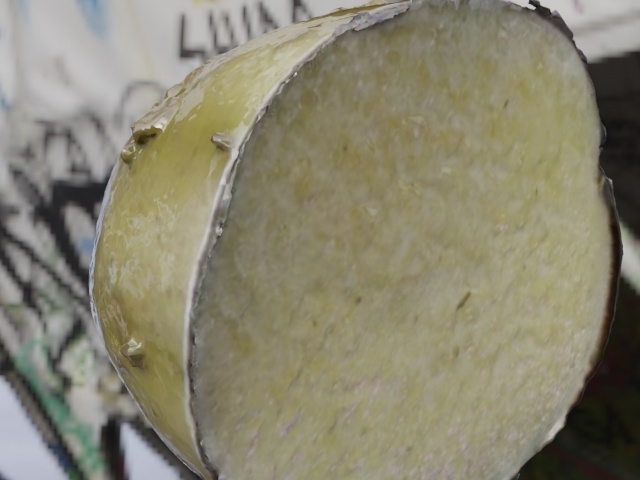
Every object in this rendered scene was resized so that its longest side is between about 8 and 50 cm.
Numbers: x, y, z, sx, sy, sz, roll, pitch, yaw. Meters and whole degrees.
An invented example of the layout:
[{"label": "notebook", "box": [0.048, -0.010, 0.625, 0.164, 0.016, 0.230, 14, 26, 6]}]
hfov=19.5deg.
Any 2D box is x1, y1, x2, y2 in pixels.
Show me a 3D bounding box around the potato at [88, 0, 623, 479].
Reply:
[{"label": "potato", "box": [0.000, 0.000, 0.621, 0.117, 0.182, 0.202, 18, 15, 42]}]
